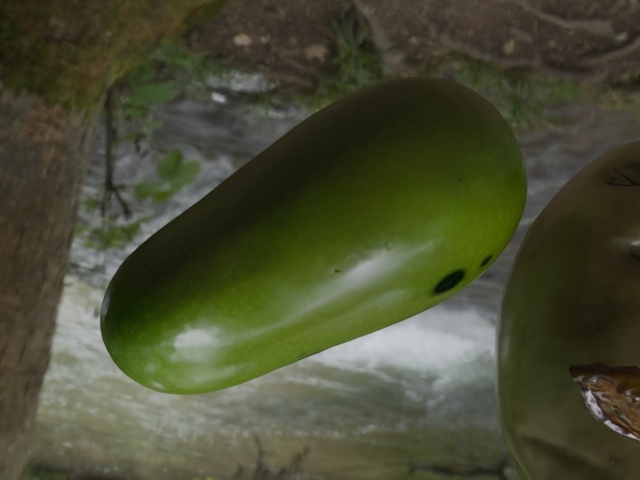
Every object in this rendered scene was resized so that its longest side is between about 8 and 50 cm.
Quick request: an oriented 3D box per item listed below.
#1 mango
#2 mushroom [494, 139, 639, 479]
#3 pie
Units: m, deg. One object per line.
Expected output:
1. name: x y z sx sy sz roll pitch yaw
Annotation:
1. mango: 0.000 0.000 0.591 0.142 0.293 0.175 61 155 -3
2. mushroom: 0.309 0.086 0.625 0.353 0.353 0.325 -18 139 42
3. pie: 0.204 0.088 0.403 0.191 0.033 0.088 8 162 26
